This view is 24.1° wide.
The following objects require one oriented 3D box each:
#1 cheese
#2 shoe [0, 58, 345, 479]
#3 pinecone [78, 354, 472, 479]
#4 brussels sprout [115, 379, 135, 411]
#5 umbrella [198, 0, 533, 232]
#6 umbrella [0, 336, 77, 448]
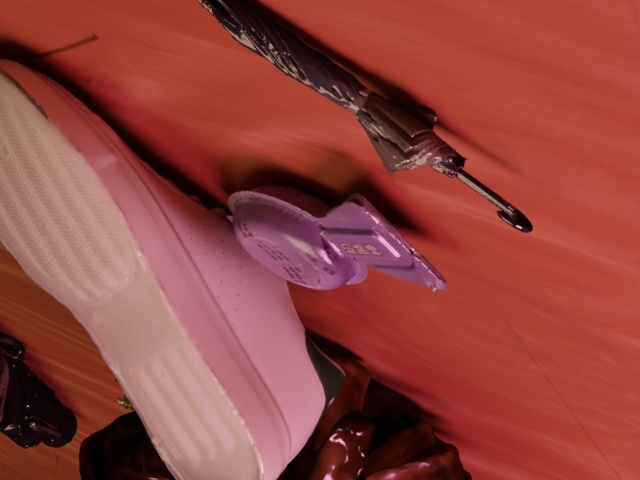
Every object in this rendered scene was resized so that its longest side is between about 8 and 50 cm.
[{"bbox_3d":[0.000,0.000,1.001,0.105,0.042,0.191,43,160,-30],"label":"cheese"},{"bbox_3d":[-0.112,0.007,1.096,0.132,0.160,0.363,-35,89,40],"label":"shoe"},{"bbox_3d":[-0.031,0.281,1.243,0.397,0.398,0.398,27,159,11],"label":"pinecone"},{"bbox_3d":[-0.193,0.149,1.613,0.085,0.058,0.085,55,-176,-6],"label":"brussels sprout"},{"bbox_3d":[0.007,-0.085,0.823,0.269,0.044,0.044,37,-163,2],"label":"umbrella"},{"bbox_3d":[-0.405,0.205,1.978,0.106,0.113,0.358,18,163,24],"label":"umbrella"}]
